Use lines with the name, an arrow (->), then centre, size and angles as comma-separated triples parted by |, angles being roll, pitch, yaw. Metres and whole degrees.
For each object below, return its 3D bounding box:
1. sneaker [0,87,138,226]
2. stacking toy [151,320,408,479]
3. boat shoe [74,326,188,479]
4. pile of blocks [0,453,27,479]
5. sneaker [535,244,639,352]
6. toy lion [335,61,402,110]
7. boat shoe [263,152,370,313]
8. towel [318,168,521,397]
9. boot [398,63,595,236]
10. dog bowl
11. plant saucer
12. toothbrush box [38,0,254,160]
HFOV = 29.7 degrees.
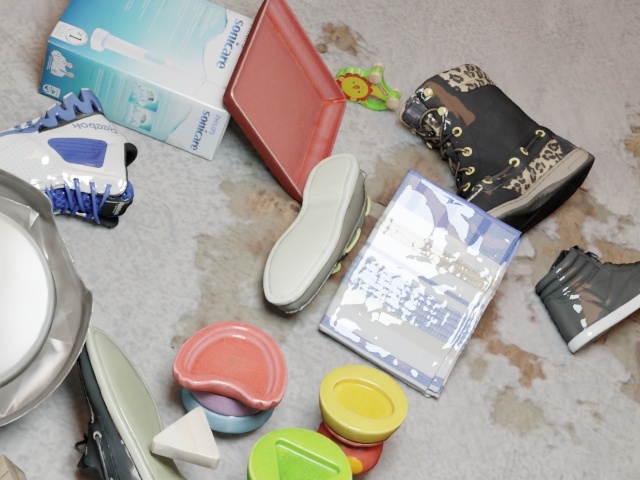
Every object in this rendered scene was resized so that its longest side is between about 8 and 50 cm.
sneaker -> -0.371, -0.083, 1.724 | 0.182, 0.127, 0.315 | 38, 51, 11
stacking toy -> -0.068, 0.264, 1.590 | 0.309, 0.130, 0.279 | 22, 39, 8
boat shoe -> -0.253, 0.276, 1.533 | 0.113, 0.127, 0.340 | -32, 76, 12
pile of blocks -> -0.303, 0.423, 1.421 | 0.112, 0.149, 0.362 | -43, 68, -4
sneaker -> 0.471, 0.052, 1.958 | 0.295, 0.104, 0.147 | -28, 75, -29
toy lion -> 0.076, -0.257, 2.047 | 0.100, 0.096, 0.034 | 50, 41, -36
boat shoe -> 0.004, 0.000, 1.821 | 0.109, 0.091, 0.305 | -5, 43, 30
towel -> 0.150, 0.064, 1.793 | 0.209, 0.034, 0.285 | 30, 83, 1
boot -> 0.234, -0.125, 1.977 | 0.377, 0.138, 0.284 | -32, 67, -27
dog bowl -> -0.468, 0.076, 1.532 | 0.348, 0.102, 0.349 | 4, 75, -17
plant saucer -> -0.060, -0.222, 1.908 | 0.047, 0.259, 0.258 | -9, 45, 29
toothbrush box -> -0.263, -0.289, 1.909 | 0.295, 0.126, 0.216 | 20, 52, -6
